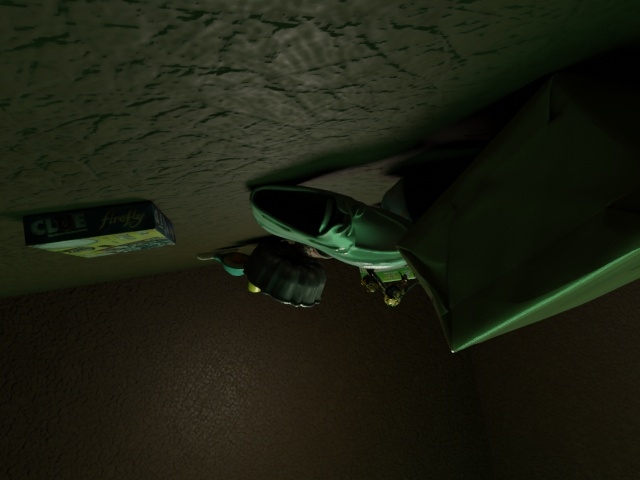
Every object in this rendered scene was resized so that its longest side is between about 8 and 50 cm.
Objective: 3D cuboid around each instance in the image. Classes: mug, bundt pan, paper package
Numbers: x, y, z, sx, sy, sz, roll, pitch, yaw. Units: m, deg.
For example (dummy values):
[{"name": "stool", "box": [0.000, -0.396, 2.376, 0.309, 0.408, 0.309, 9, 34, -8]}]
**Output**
[{"name": "mug", "box": [-0.001, 0.010, 1.462, 0.150, 0.113, 0.169, -6, 178, -29]}, {"name": "bundt pan", "box": [-0.118, 0.104, 1.526, 0.331, 0.124, 0.331, 24, -161, -9]}, {"name": "paper package", "box": [0.317, -0.022, 0.501, 0.325, 0.168, 0.309, -8, 150, -31]}]

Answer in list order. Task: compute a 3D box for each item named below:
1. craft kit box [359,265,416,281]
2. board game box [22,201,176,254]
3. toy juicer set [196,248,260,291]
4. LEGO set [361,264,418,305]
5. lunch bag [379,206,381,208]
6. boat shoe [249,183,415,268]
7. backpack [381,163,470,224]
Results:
[{"name": "craft kit box", "box": [0.266, 0.048, 1.682, 0.250, 0.246, 0.061, -12, 175, 38]}, {"name": "board game box", "box": [-0.341, -0.012, 0.671, 0.165, 0.042, 0.243, -9, 176, -14]}, {"name": "toy juicer set", "box": [-0.312, 0.078, 1.646, 0.329, 0.089, 0.209, 26, -153, 25]}, {"name": "LEGO set", "box": [0.299, 0.059, 1.441, 0.331, 0.255, 0.192, -26, 153, -8]}, {"name": "lunch bag", "box": [0.262, -0.022, 1.098, 0.219, 0.090, 0.176, 24, -167, 21]}, {"name": "boat shoe", "box": [0.022, -0.029, 0.603, 0.268, 0.096, 0.088, 19, 170, 11]}, {"name": "backpack", "box": [0.198, -0.041, 0.707, 0.189, 0.165, 0.144, -5, 165, -32]}]
